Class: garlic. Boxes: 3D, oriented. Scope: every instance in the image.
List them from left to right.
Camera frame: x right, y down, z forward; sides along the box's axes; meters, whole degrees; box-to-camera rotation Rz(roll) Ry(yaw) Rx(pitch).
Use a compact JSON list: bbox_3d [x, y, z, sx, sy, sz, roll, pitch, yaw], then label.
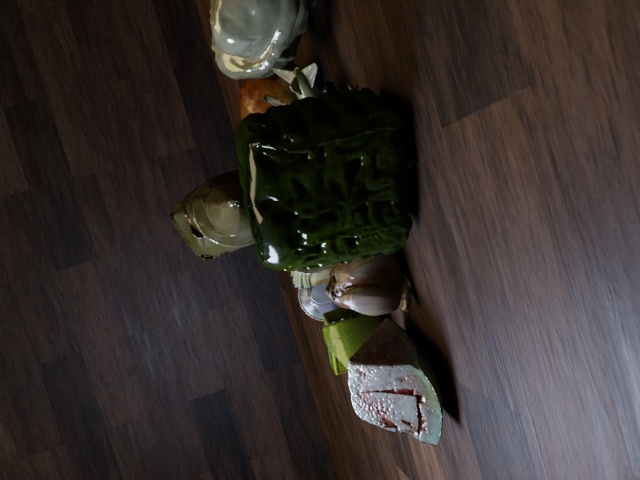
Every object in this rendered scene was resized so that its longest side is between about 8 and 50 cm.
[{"bbox_3d":[0.111,0.087,1.337,0.214,0.191,0.160,-113,32,-84],"label":"garlic"}]

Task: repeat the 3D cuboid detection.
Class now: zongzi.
[{"bbox_3d":[-0.116,-0.130,1.548,0.467,0.500,0.218,-9,107,59],"label":"zongzi"}]

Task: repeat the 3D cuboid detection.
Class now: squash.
[{"bbox_3d":[0.120,0.334,1.530,0.189,0.189,0.260,115,140,-72],"label":"squash"}]

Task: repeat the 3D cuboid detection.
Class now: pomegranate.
[{"bbox_3d":[-0.099,-0.355,1.498,0.248,0.248,0.248,163,90,-78],"label":"pomegranate"}]

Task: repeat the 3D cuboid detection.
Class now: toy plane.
[{"bbox_3d":[-0.010,-0.309,1.330,0.256,0.242,0.104,48,-128,-51],"label":"toy plane"}]

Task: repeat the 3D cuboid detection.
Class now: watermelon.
[{"bbox_3d":[0.161,0.323,1.315,0.261,0.201,0.212,-113,11,-65],"label":"watermelon"}]

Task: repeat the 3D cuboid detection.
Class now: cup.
[{"bbox_3d":[-0.010,0.139,1.854,0.226,0.182,0.264,39,179,-9],"label":"cup"}]

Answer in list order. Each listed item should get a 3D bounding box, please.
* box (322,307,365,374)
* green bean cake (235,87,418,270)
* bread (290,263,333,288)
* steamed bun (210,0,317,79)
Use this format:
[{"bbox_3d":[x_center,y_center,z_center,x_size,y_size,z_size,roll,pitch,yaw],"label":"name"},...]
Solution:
[{"bbox_3d":[0.091,0.297,1.729,0.064,0.141,0.220,-121,17,-51],"label":"box"},{"bbox_3d":[0.015,-0.106,1.103,0.218,0.335,0.319,-109,5,-59],"label":"green bean cake"},{"bbox_3d":[-0.007,0.028,1.644,0.109,0.210,0.192,84,165,-60],"label":"bread"},{"bbox_3d":[-0.129,-0.546,1.294,0.352,0.247,0.339,120,151,-66],"label":"steamed bun"}]
